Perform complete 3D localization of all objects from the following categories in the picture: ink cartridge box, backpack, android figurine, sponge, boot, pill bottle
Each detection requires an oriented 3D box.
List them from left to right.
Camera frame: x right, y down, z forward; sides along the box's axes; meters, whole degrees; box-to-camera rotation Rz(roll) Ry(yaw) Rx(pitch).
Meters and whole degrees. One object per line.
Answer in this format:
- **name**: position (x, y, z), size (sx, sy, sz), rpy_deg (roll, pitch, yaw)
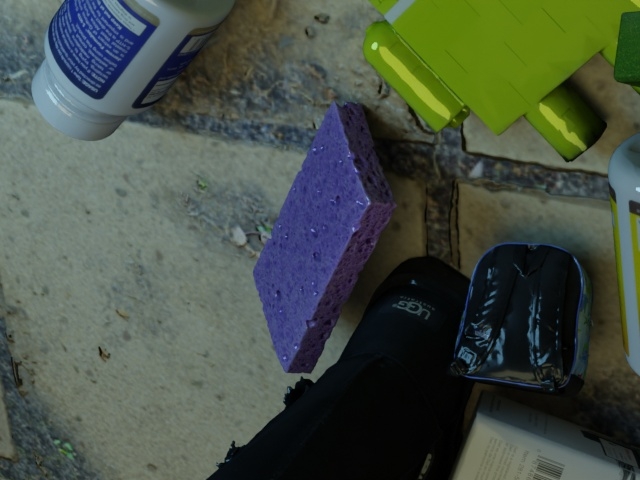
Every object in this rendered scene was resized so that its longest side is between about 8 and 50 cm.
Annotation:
- **pill bottle**: position (-0.160, -0.167, 1.223), size (0.112, 0.112, 0.187), rpy_deg (45, 131, -2)
- **boot**: position (-0.024, 0.263, 1.199), size (0.146, 0.445, 0.367), rpy_deg (19, 127, 19)
- **sponge**: position (0.000, 0.000, 1.243), size (0.031, 0.117, 0.210), rpy_deg (4, 135, -25)
- **android figurine**: position (0.128, -0.187, 1.081), size (0.273, 0.056, 0.248), rpy_deg (46, 131, -6)
- **backpack**: position (0.166, 0.062, 1.190), size (0.105, 0.084, 0.114), rpy_deg (7, 82, 24)
- **ink cartridge box**: position (0.206, 0.240, 1.227), size (0.219, 0.092, 0.160), rpy_deg (21, 101, 6)
- **pill bottle**: position (0.275, 0.029, 1.090), size (0.117, 0.117, 0.215), rpy_deg (5, 122, 28)

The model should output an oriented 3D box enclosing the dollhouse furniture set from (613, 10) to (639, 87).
- **dollhouse furniture set**: position (0.322, -0.168, 0.789), size (0.301, 0.151, 0.197), rpy_deg (8, 88, 62)
